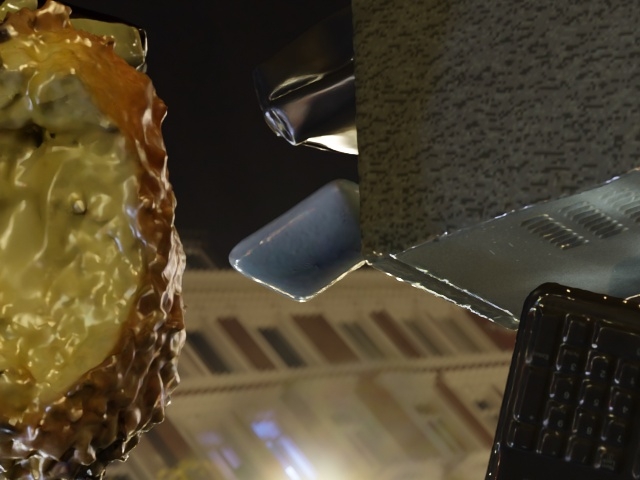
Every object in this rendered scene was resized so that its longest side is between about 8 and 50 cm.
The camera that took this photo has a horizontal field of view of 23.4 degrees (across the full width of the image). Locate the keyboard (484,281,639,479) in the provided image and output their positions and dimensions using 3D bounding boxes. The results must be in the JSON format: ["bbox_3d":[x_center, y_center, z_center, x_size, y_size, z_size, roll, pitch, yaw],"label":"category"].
[{"bbox_3d":[0.256,0.103,0.585,0.041,0.381,0.103,-50,-28,-80],"label":"keyboard"}]

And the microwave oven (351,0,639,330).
[{"bbox_3d":[0.223,-0.186,1.332,0.374,0.432,0.236,-20,-29,34],"label":"microwave oven"}]

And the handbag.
[{"bbox_3d":[0.115,-0.223,1.990,0.342,0.152,0.288,-29,-22,17],"label":"handbag"}]

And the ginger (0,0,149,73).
[{"bbox_3d":[-0.418,-0.143,1.963,0.413,0.358,0.211,-9,8,4],"label":"ginger"}]

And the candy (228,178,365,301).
[{"bbox_3d":[0.000,0.000,1.731,0.174,0.071,0.138,-33,-39,26],"label":"candy"}]

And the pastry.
[{"bbox_3d":[-0.264,0.021,1.300,0.292,0.405,0.337,-5,-8,-14],"label":"pastry"}]
